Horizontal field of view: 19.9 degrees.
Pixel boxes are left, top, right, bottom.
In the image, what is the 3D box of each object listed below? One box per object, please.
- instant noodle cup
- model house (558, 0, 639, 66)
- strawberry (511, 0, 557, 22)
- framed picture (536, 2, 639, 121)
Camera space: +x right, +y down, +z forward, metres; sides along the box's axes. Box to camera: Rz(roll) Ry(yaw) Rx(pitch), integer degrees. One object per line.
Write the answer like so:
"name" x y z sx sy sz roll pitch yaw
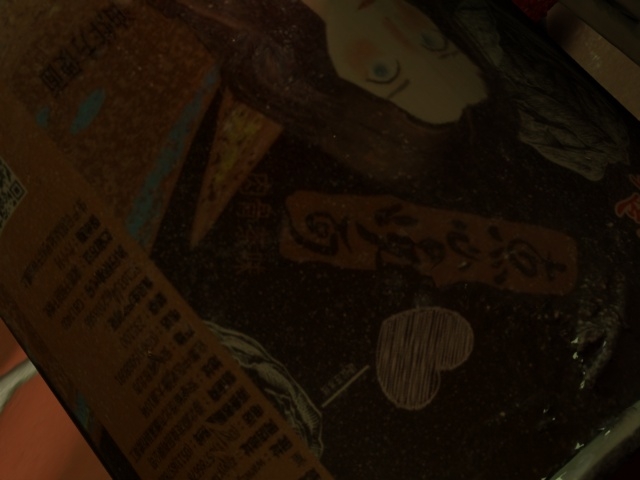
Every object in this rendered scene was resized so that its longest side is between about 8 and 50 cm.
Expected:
"instant noodle cup" 0.000 0.000 0.550 0.217 0.207 0.217 -41 -6 -5
"model house" 0.151 -0.134 0.506 0.215 0.224 0.198 -28 43 40
"strawberry" 0.078 -0.143 0.850 0.106 0.106 0.106 -46 20 22
"framed picture" 0.172 -0.151 0.805 0.247 0.022 0.335 -45 21 28
